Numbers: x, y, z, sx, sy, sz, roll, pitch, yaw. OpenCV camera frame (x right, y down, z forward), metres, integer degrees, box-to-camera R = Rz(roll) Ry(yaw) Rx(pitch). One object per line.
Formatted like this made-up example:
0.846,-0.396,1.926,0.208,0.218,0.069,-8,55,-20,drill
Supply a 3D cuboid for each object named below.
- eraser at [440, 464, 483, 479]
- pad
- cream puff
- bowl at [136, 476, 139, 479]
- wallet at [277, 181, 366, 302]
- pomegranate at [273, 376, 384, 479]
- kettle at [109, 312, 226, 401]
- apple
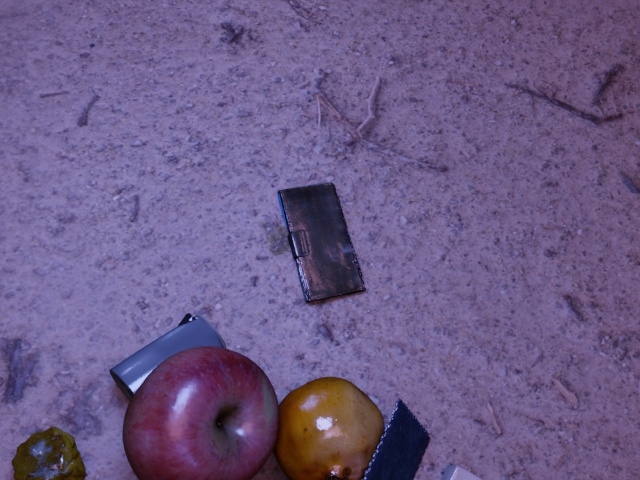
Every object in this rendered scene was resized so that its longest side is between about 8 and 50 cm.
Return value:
0.299,0.678,1.631,0.124,0.081,0.279,31,68,2,eraser
0.166,0.524,1.590,0.012,0.269,0.269,14,66,34,pad
-0.590,0.491,1.541,0.146,0.116,0.146,-9,49,10,cream puff
-0.321,0.545,1.573,0.189,0.086,0.189,3,71,-9,bowl
0.000,0.000,1.847,0.169,0.044,0.317,-12,74,-17,wallet
0.019,0.443,1.573,0.264,0.264,0.264,3,70,-8,pomegranate
-0.329,0.311,1.635,0.243,0.160,0.210,-37,99,-25,kettle
-0.257,0.379,1.471,0.345,0.269,0.344,8,79,-43,apple
